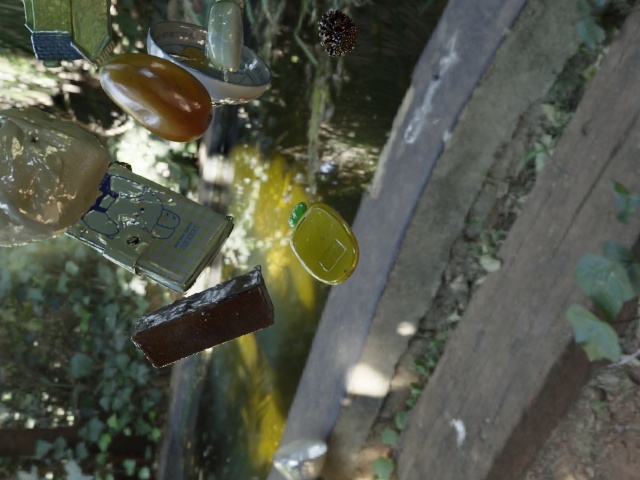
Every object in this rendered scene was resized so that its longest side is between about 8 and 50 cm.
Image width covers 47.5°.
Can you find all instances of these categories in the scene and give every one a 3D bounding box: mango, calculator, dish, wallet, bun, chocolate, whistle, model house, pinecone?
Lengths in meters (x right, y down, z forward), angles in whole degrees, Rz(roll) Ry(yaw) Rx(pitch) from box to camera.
[{"bbox_3d":[-0.300,-0.270,1.352,0.151,0.221,0.120,-20,44,44],"label":"mango"},{"bbox_3d":[0.000,0.000,1.637,0.235,0.032,0.146,46,109,33],"label":"calculator"},{"bbox_3d":[-0.256,-0.351,1.575,0.134,0.273,0.273,-62,25,29],"label":"dish"},{"bbox_3d":[-0.371,-0.029,1.578,0.223,0.309,0.077,-60,-11,-28],"label":"wallet"},{"bbox_3d":[-0.404,-0.101,0.975,0.133,0.231,0.231,72,-174,-45],"label":"bun"},{"bbox_3d":[-0.247,0.175,1.610,0.112,0.321,0.112,-96,-18,-67],"label":"chocolate"},{"bbox_3d":[-0.169,-0.414,1.310,0.126,0.067,0.258,103,170,-86],"label":"whistle"},{"bbox_3d":[-0.610,-0.513,1.767,0.195,0.214,0.189,-159,64,-74],"label":"model house"},{"bbox_3d":[0.044,-0.495,1.729,0.102,0.102,0.109,128,130,-60],"label":"pinecone"}]

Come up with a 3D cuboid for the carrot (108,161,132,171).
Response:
[{"bbox_3d":[-0.584,-0.180,1.887,0.047,0.191,0.047,178,90,-89],"label":"carrot"}]
